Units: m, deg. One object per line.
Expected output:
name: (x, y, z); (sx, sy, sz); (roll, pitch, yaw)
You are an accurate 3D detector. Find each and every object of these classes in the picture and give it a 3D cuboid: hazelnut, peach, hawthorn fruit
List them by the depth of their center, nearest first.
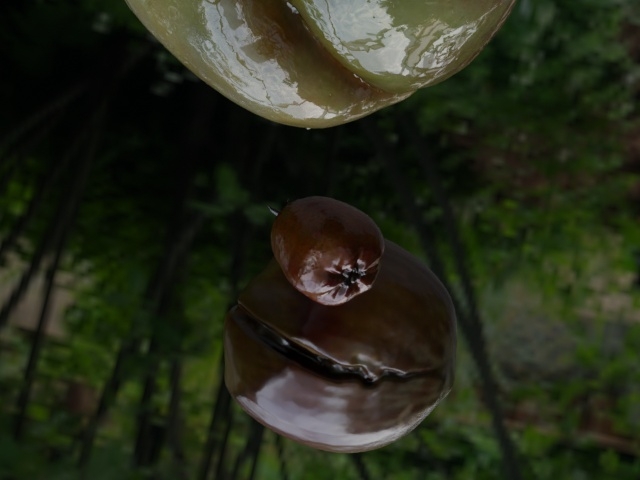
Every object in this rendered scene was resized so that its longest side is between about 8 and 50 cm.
peach: (0.005, -0.213, 1.185); (0.292, 0.247, 0.292); (-4, 149, -3)
hawthorn fruit: (0.000, 0.000, 1.376); (0.081, 0.081, 0.093); (27, -162, -51)
hazelnut: (0.022, 0.097, 1.715); (0.181, 0.212, 0.181); (32, -167, 34)
